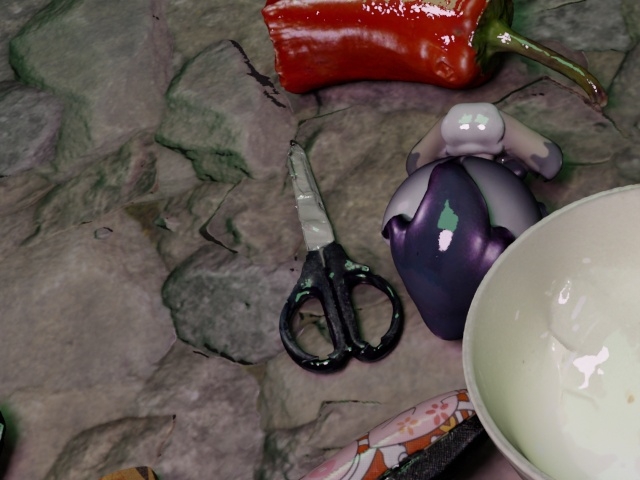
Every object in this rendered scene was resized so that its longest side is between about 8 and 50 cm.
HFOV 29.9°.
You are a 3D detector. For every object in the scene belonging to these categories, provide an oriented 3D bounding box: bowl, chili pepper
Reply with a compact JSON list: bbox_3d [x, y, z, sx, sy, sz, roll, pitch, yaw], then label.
[{"bbox_3d":[0.246,0.103,0.845,0.277,0.145,0.277,-9,49,11],"label":"bowl"},{"bbox_3d":[0.119,-0.215,1.182,0.338,0.134,0.131,3,39,25],"label":"chili pepper"}]

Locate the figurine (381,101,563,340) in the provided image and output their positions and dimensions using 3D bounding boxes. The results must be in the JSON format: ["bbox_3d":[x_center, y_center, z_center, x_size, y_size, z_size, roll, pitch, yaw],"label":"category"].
[{"bbox_3d":[0.125,-0.024,1.007,0.145,0.145,0.222,-1,47,20],"label":"figurine"}]

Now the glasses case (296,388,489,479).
[{"bbox_3d":[0.013,0.194,0.874,0.267,0.103,0.067,-32,78,-14],"label":"glasses case"}]

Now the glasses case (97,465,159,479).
[{"bbox_3d":[-0.136,0.254,0.928,0.065,0.041,0.170,-27,46,-4],"label":"glasses case"}]

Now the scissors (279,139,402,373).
[{"bbox_3d":[0.000,0.000,1.113,0.109,0.022,0.300,-16,46,2],"label":"scissors"}]

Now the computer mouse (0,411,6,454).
[{"bbox_3d":[-0.347,0.226,1.007,0.147,0.077,0.241,8,50,26],"label":"computer mouse"}]
